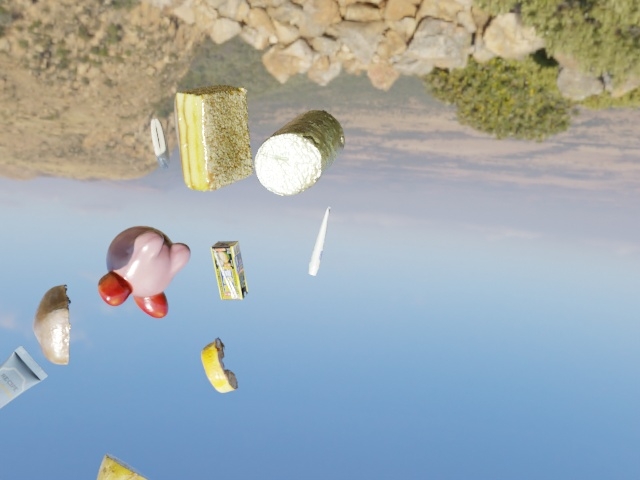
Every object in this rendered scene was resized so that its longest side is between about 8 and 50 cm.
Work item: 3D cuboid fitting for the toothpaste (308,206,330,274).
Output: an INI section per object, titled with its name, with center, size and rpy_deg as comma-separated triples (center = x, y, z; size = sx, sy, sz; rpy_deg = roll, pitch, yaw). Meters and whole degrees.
[toothpaste]
center = 0.000, 0.000, 1.904
size = 0.033, 0.218, 0.052
rpy_deg = 15, -176, 7

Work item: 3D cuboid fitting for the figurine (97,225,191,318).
[figurine]
center = -0.574, 0.074, 1.938
size = 0.211, 0.262, 0.269
rpy_deg = 29, -179, 35

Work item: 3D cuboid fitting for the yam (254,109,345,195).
[yam]
center = -0.045, -0.232, 1.587
size = 0.167, 0.168, 0.304
rpy_deg = 7, -154, 14

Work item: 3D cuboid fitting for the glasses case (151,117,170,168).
[glasses case]
center = -0.593, -0.360, 2.277
size = 0.051, 0.204, 0.081
rpy_deg = -13, 156, -8

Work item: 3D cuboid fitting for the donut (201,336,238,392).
[donut]
center = -0.329, 0.409, 1.981
size = 0.078, 0.181, 0.146
rpy_deg = -21, -175, -1

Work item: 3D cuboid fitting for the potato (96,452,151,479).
[potato]
center = -0.723, 0.878, 2.197
size = 0.203, 0.158, 0.178
rpy_deg = 21, 158, 15

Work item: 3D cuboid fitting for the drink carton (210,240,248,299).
[drink carton]
center = -0.259, 0.087, 1.756
size = 0.071, 0.166, 0.056
rpy_deg = -1, -161, 21

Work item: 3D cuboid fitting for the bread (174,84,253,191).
[bread]
center = -0.259, -0.251, 1.487
size = 0.110, 0.234, 0.184
rpy_deg = 11, -155, 29

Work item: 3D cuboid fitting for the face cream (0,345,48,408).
[face cream]
center = -1.068, 0.512, 1.945
size = 0.385, 0.136, 0.086
rpy_deg = -44, -165, -33

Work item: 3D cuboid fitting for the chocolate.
[chocolate]
center = -0.657, 0.203, 1.500
size = 0.083, 0.161, 0.261
rpy_deg = 0, -170, -25
